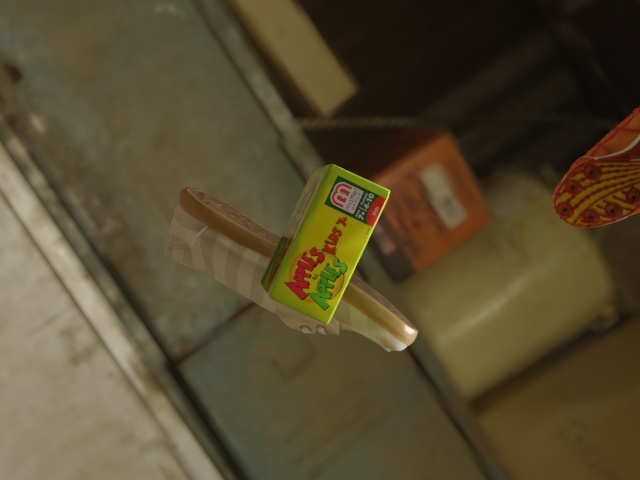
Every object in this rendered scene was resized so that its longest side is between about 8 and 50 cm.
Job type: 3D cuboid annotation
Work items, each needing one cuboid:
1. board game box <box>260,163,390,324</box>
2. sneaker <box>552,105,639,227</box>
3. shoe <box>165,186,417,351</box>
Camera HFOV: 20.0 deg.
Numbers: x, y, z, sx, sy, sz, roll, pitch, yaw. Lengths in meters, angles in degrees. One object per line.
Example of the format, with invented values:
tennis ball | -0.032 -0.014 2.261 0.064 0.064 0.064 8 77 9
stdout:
board game box | 0.000 0.000 1.206 0.043 0.092 0.181 26 0 -3
sneaker | 0.254 -0.072 1.423 0.064 0.175 0.067 47 24 -5
shoe | -0.025 0.034 1.385 0.219 0.058 0.076 30 5 20
